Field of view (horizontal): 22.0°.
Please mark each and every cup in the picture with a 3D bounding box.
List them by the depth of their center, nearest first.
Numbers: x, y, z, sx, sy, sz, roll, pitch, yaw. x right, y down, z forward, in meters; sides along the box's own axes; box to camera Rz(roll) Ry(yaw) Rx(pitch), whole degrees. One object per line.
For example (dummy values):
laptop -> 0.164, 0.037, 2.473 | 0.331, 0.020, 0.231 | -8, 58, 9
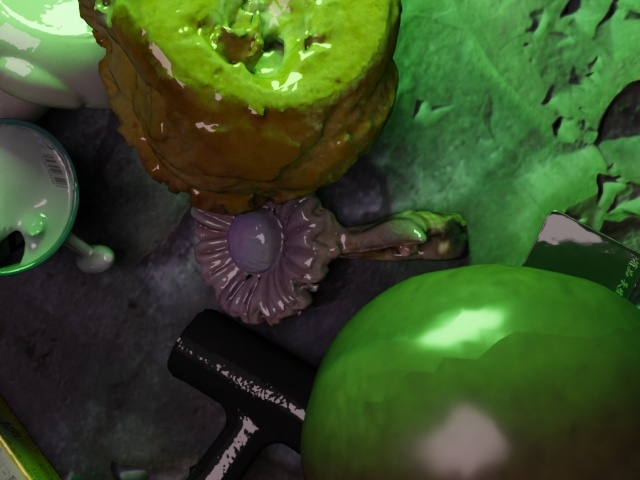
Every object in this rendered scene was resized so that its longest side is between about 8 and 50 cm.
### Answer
cup -> -0.358, -0.041, 1.760 | 0.299, 0.173, 0.167 | 31, 76, -21

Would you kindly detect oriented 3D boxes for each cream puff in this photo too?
cream puff -> -0.087, -0.192, 1.614 | 0.343, 0.231, 0.327 | 26, 68, -7

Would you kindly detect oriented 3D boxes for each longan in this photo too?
longan -> 0.165, 0.177, 1.531 | 0.361, 0.361, 0.361 | 1, 94, 19

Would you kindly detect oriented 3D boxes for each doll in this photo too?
doll -> -0.301, -0.198, 1.751 | 0.251, 0.221, 0.221 | 16, 100, -4

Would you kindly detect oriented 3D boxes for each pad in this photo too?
pad -> 0.246, 0.061, 1.655 | 0.112, 0.003, 0.157 | 28, 102, 15

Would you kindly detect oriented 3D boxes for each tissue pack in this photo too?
tissue pack -> -0.378, 0.243, 1.858 | 0.095, 0.062, 0.176 | -41, 79, 15

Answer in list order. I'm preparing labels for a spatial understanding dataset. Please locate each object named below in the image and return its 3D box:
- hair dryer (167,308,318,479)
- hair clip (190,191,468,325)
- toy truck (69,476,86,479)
hair dryer -> -0.103, 0.217, 1.712 | 0.197, 0.089, 0.251 | 31, 82, 15
hair clip -> -0.001, 0.000, 1.703 | 0.300, 0.069, 0.173 | -3, 93, 20
toy truck -> -0.183, 0.352, 1.767 | 0.253, 0.124, 0.114 | 30, 106, 17
